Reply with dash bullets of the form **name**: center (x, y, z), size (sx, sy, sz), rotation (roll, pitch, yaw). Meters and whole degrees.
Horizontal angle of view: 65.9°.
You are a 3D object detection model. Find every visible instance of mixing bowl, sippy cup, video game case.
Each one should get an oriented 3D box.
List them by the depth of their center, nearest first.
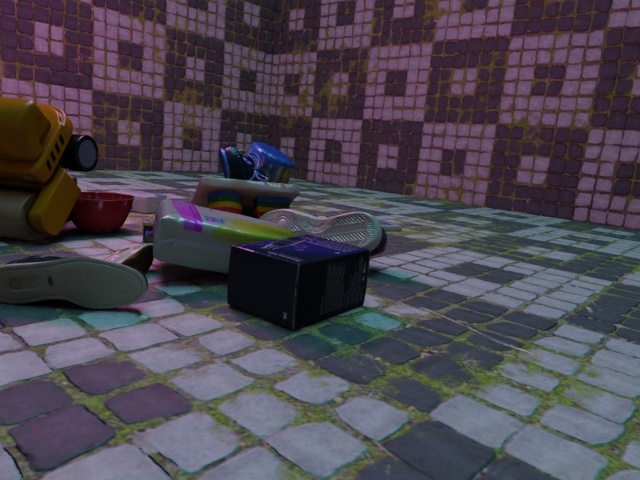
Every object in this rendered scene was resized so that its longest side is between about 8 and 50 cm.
- **mixing bowl**: center (-0.602, -0.075, 1.341), size (0.182, 0.098, 0.181), rotation (6, 10, -1)
- **sippy cup**: center (-0.213, -0.222, 1.774), size (0.306, 0.224, 0.240), rotation (31, 18, 5)
- **video game case**: center (0.169, -0.063, 1.843), size (0.202, 0.023, 0.183), rotation (-1, 12, -27)

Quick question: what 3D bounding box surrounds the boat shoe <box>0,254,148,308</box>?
- **boat shoe**: center (-0.386, 0.058, 0.784), size (0.233, 0.083, 0.079), rotation (2, 11, 0)

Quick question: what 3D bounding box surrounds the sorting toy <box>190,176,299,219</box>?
- **sorting toy**: center (-0.216, -0.078, 1.358), size (0.256, 0.089, 0.257), rotation (3, -15, -21)

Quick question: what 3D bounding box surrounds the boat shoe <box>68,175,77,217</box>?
- **boat shoe**: center (-0.783, -0.120, 1.413), size (0.130, 0.132, 0.355), rotation (2, 10, -15)

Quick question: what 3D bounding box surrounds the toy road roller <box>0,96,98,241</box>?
- **toy road roller**: center (-0.707, -0.184, 1.159), size (0.203, 0.329, 0.240), rotation (7, -27, 9)

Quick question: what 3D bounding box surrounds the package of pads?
- **package of pads**: center (-0.198, 0.000, 1.042), size (0.297, 0.101, 0.229), rotation (13, 8, -21)

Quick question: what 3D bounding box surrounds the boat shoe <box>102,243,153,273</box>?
- **boat shoe**: center (-0.374, 0.039, 0.944), size (0.059, 0.062, 0.170), rotation (12, 12, 5)

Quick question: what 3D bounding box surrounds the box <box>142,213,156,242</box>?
- **box**: center (-0.432, -0.036, 1.335), size (0.059, 0.054, 0.169), rotation (4, 10, -7)

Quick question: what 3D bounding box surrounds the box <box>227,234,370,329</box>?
- **box**: center (-0.034, 0.063, 0.859), size (0.153, 0.108, 0.207), rotation (13, 13, 35)

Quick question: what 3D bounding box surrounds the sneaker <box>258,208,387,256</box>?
- **sneaker**: center (0.000, 0.000, 1.232), size (0.350, 0.131, 0.148), rotation (4, -12, 27)

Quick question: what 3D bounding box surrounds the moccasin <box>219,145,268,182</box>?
- **moccasin**: center (-0.213, -0.184, 1.418), size (0.117, 0.137, 0.342), rotation (-14, -12, -5)

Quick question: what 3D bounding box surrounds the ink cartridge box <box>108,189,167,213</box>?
- **ink cartridge box**: center (-0.653, -0.140, 1.759), size (0.182, 0.061, 0.104), rotation (10, 11, 22)
